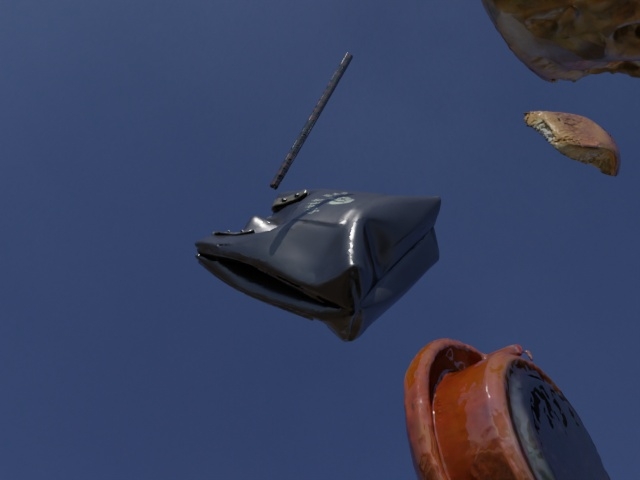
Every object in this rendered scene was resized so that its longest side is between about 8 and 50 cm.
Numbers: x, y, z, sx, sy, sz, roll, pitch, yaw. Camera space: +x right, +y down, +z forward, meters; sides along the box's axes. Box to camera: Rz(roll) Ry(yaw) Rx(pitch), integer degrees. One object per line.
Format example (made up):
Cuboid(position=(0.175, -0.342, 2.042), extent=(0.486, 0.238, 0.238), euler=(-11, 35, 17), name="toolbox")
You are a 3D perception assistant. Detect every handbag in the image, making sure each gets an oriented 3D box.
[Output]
Cuboid(position=(0.000, 0.000, 1.291), extent=(0.287, 0.342, 0.152), euler=(11, -65, 27), name="handbag")

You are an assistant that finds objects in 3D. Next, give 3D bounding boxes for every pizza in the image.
Cuboid(position=(0.286, -0.190, 0.722), extent=(0.296, 0.071, 0.189), euler=(0, -23, 28), name="pizza")

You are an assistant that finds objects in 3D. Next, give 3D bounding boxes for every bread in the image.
Cuboid(position=(0.343, -0.138, 1.168), extent=(0.126, 0.129, 0.044), euler=(12, -59, -24), name="bread")

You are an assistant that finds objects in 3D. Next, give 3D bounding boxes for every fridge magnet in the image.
Cuboid(position=(0.222, 0.273, 1.003), extent=(0.155, 0.364, 0.363), euler=(-32, -66, 25), name="fridge magnet")

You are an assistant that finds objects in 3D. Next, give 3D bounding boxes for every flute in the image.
Cuboid(position=(-0.010, -0.176, 1.252), extent=(0.014, 0.270, 0.014), euler=(21, -29, 12), name="flute")
